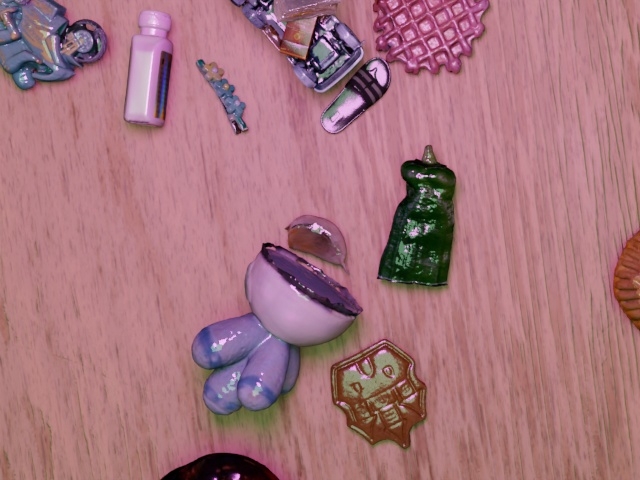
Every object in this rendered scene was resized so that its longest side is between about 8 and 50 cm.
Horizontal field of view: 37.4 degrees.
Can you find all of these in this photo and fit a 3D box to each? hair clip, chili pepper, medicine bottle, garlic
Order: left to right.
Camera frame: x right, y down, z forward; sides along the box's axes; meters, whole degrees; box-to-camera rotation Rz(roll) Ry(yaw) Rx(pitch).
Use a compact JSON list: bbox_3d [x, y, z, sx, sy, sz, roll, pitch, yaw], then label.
[{"bbox_3d":[-0.332,-0.332,1.840,0.078,0.115,0.219,7,92,5],"label":"medicine bottle"},{"bbox_3d":[-0.189,-0.291,1.872,0.049,0.049,0.173,-31,88,5],"label":"hair clip"},{"bbox_3d":[0.002,-0.005,1.859,0.152,0.066,0.084,20,121,7],"label":"garlic"},{"bbox_3d":[0.195,-0.049,1.820,0.136,0.099,0.270,9,97,13],"label":"chili pepper"}]

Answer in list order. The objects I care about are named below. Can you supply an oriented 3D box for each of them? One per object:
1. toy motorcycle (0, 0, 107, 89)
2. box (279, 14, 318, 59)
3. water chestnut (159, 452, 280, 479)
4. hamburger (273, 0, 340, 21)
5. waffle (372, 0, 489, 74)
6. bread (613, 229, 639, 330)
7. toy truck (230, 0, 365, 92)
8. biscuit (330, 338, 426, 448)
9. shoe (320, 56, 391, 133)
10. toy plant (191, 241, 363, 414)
[{"bbox_3d":[-0.575,-0.405,1.871,0.296,0.109,0.198,34,104,0],"label":"toy motorcycle"},{"bbox_3d":[-0.039,-0.372,1.709,0.051,0.023,0.082,18,105,5],"label":"box"},{"bbox_3d":[-0.189,0.584,1.806,0.350,0.350,0.302,29,136,3],"label":"water chestnut"},{"bbox_3d":[-0.028,-0.437,1.670,0.121,0.054,0.084,-13,77,4],"label":"hamburger"},{"bbox_3d":[0.209,-0.434,1.825,0.221,0.055,0.234,19,94,4],"label":"waffle"},{"bbox_3d":[0.672,0.082,1.770,0.240,0.139,0.240,0,96,3],"label":"bread"},{"bbox_3d":[-0.049,-0.430,1.794,0.136,0.162,0.305,-40,94,15],"label":"toy truck"},{"bbox_3d":[0.124,0.315,1.872,0.182,0.034,0.215,-28,90,5],"label":"biscuit"},{"bbox_3d":[0.070,-0.281,1.845,0.071,0.049,0.179,44,95,1],"label":"shoe"},{"bbox_3d":[-0.106,0.195,1.796,0.247,0.247,0.332,37,98,2],"label":"toy plant"}]
